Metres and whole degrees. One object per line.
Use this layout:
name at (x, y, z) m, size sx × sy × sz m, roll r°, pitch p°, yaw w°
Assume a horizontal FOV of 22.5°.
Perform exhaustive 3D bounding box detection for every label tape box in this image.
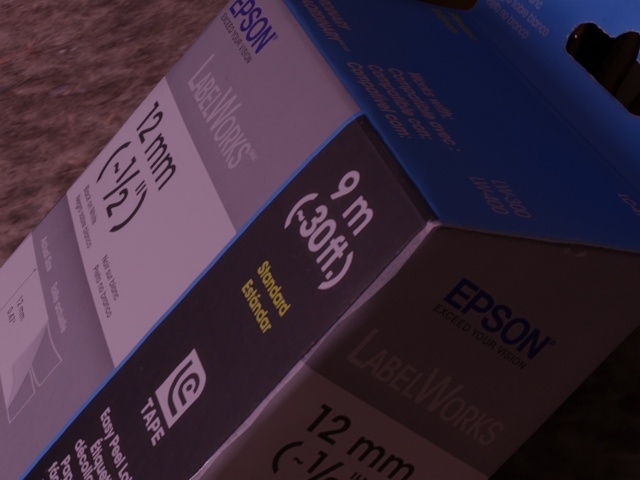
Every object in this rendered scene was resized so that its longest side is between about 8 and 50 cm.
label tape box at (0.000, 0.000, 0.670) m, size 0.347 × 0.115 × 0.249 m, roll -49°, pitch 32°, yaw 13°

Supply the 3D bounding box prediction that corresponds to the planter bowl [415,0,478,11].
planter bowl at (0.032, -0.089, 0.869) m, size 0.217 × 0.090 × 0.217 m, roll -48°, pitch 2°, yaw 3°

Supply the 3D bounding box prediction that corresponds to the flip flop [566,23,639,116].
flip flop at (0.117, -0.039, 0.782) m, size 0.112 × 0.080 × 0.277 m, roll -22°, pitch 22°, yaw 38°
